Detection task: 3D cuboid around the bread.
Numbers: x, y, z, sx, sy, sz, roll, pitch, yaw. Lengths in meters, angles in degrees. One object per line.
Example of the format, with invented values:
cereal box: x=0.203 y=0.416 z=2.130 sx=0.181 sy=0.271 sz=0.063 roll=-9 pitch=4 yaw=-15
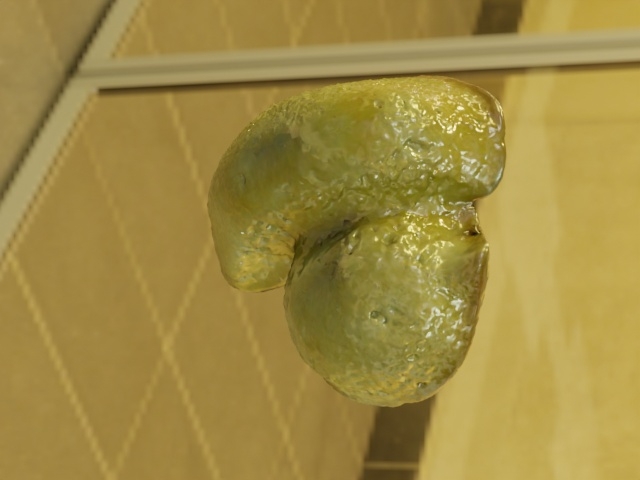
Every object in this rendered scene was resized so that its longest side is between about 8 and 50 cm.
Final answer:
bread: x=0.000 y=0.000 z=0.769 sx=0.065 sy=0.188 sz=0.149 roll=4 pitch=83 yaw=-44
